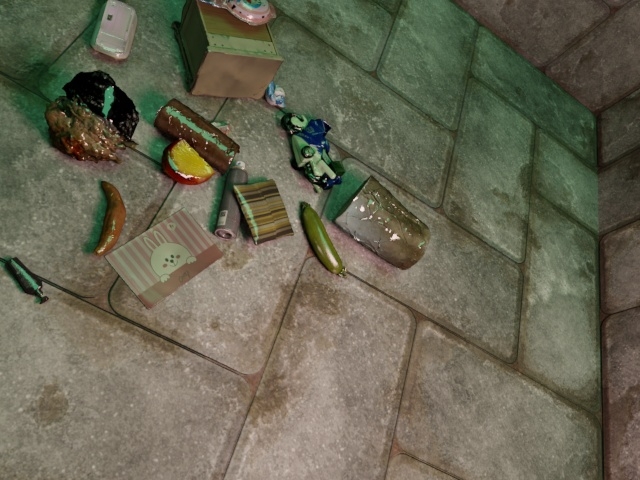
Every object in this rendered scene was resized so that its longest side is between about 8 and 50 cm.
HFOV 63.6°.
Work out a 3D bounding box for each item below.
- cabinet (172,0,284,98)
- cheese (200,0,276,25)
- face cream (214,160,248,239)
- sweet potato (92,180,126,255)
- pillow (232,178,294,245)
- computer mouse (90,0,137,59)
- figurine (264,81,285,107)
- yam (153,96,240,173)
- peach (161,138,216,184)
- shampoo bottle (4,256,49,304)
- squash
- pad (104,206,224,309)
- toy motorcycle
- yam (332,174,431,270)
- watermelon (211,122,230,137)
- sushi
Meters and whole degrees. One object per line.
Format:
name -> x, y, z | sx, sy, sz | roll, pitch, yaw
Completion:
cabinet -> -0.341, -0.708, 1.853 | 0.290, 0.227, 0.317 | -6, 69, -33
cheese -> -0.284, -0.811, 1.751 | 0.286, 0.074, 0.188 | 3, 61, -29
face cream -> -0.287, -0.139, 1.699 | 0.073, 0.073, 0.283 | 20, 59, -22
sweet potato -> -0.601, -0.066, 1.486 | 0.078, 0.058, 0.255 | -2, 62, -10
pillow -> -0.185, -0.098, 1.718 | 0.208, 0.052, 0.212 | -19, 89, -56
computer mouse -> -0.693, -0.706, 1.740 | 0.126, 0.056, 0.244 | 14, 61, -25
figurine -> -0.174, -0.566, 1.972 | 0.114, 0.079, 0.114 | 35, 46, -45
yam -> -0.402, -0.346, 1.703 | 0.280, 0.131, 0.131 | 34, 54, -14
peach -> -0.429, -0.239, 1.653 | 0.172, 0.093, 0.127 | 25, 61, -33
shampoo bottle -> -0.752, 0.104, 1.328 | 0.048, 0.027, 0.137 | -42, 92, -25
squash -> -0.001, -0.001, 1.810 | 0.071, 0.080, 0.318 | -28, 80, 1
pad -> -0.458, 0.045, 1.549 | 0.202, 0.005, 0.300 | 51, 52, 0
toy motorcycle -> -0.021, -0.343, 1.936 | 0.197, 0.125, 0.330 | -13, 70, -34
yam -> 0.226, -0.063, 1.878 | 0.348, 0.241, 0.240 | 38, 53, -16
watermelon -> -0.344, -0.389, 1.793 | 0.085, 0.061, 0.085 | 18, 59, -34
sushi -> -0.662, -0.343, 1.489 | 0.239, 0.225, 0.218 | 21, 61, 18
